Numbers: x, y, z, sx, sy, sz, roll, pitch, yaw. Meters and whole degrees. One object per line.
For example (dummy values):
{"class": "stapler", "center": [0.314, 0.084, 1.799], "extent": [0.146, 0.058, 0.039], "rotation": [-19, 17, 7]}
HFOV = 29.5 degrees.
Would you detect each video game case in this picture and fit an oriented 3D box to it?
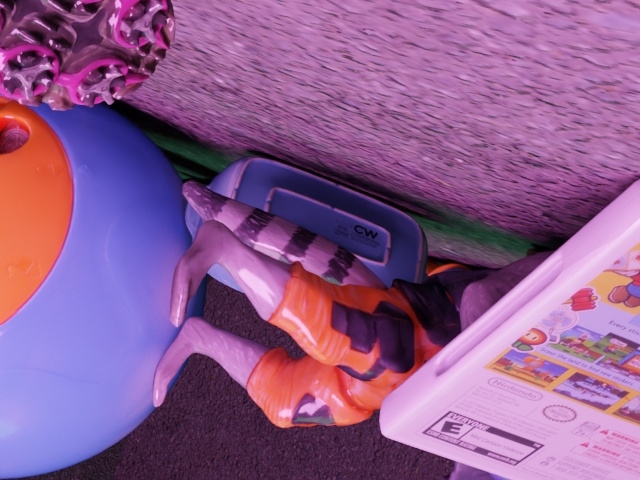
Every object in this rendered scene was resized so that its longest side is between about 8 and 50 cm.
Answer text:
{"class": "video game case", "center": [0.177, 0.074, 0.590], "extent": [0.227, 0.026, 0.206], "rotation": [22, 137, -20]}

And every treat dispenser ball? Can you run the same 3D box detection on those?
{"class": "treat dispenser ball", "center": [-0.226, 0.025, 0.874], "extent": [0.288, 0.288, 0.288], "rotation": [20, 176, 1]}

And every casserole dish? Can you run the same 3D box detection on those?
{"class": "casserole dish", "center": [0.000, 0.000, 0.843], "extent": [0.188, 0.114, 0.037], "rotation": [22, 136, -10]}

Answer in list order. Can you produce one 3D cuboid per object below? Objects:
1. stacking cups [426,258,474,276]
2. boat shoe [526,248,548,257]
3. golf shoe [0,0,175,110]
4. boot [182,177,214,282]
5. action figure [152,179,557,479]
{"class": "stacking cups", "center": [0.142, 0.063, 1.102], "extent": [0.096, 0.096, 0.316], "rotation": [22, 180, -26]}
{"class": "boat shoe", "center": [0.180, 0.044, 0.860], "extent": [0.050, 0.045, 0.135], "rotation": [16, 174, 45]}
{"class": "golf shoe", "center": [-0.125, -0.102, 0.380], "extent": [0.186, 0.067, 0.086], "rotation": [21, -155, -44]}
{"class": "boot", "center": [-0.283, -0.041, 1.167], "extent": [0.378, 0.138, 0.284], "rotation": [-19, -135, -24]}
{"class": "action figure", "center": [0.078, 0.037, 0.709], "extent": [0.330, 0.178, 0.341], "rotation": [7, 144, -8]}
